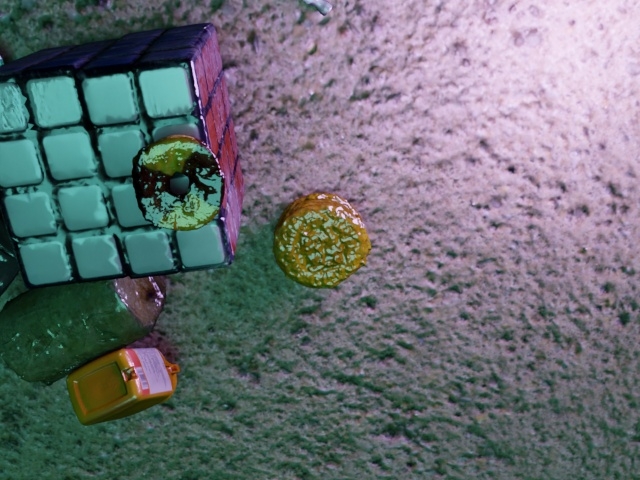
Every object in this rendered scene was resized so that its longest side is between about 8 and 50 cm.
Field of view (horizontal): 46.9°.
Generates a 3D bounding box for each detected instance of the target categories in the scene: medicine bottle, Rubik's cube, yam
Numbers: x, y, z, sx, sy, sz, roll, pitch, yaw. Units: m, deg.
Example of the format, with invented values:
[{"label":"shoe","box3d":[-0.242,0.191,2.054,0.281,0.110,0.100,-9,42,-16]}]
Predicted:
[{"label":"medicine bottle","box3d":[-0.384,0.289,1.485,0.149,0.222,0.112,-26,77,10]},{"label":"Rubik's cube","box3d":[-0.322,-0.151,1.227,0.337,0.344,0.344,-7,112,2]},{"label":"yam","box3d":[-0.462,0.141,1.447,0.300,0.195,0.195,-27,112,13]}]

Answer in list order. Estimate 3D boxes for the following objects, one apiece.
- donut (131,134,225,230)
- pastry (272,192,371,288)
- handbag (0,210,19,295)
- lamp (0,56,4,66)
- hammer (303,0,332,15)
[{"label":"donut","box3d":[-0.200,-0.085,1.042,0.140,0.059,0.140,-2,114,-4]},{"label":"pastry","box3d":[0.000,0.000,1.425,0.188,0.103,0.189,0,115,-1]},{"label":"handbag","box3d":[-0.643,0.013,1.360,0.181,0.181,0.254,35,154,-21]},{"label":"lamp","box3d":[-0.683,-0.227,1.297,0.284,0.147,0.209,-8,117,4]},{"label":"hammer","box3d":[0.040,-0.508,1.236,0.103,0.029,0.246,34,109,-15]}]
